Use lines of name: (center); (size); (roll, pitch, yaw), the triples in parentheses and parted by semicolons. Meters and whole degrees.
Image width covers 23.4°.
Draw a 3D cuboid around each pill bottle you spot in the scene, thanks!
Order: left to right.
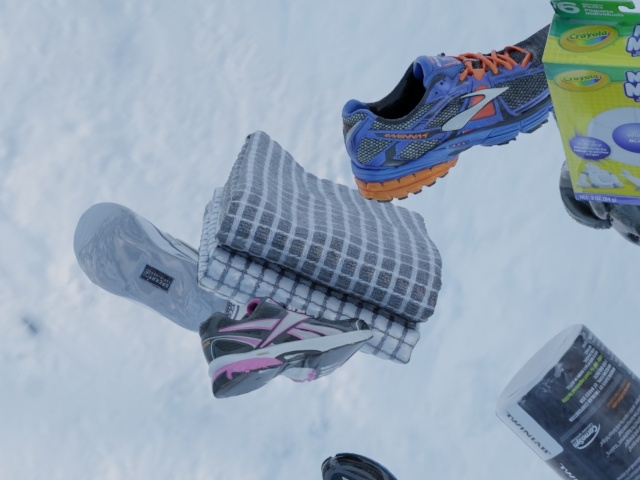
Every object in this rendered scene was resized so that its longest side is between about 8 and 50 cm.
pill bottle: (0.304, 0.211, 1.559); (0.245, 0.130, 0.130); (44, 119, 1)

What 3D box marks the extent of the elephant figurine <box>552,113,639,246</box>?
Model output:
elephant figurine: (0.318, -0.067, 1.590); (0.169, 0.186, 0.239); (-2, 121, 25)

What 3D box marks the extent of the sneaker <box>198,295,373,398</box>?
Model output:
sneaker: (-0.031, 0.082, 1.379); (0.072, 0.178, 0.077); (-43, 64, 40)

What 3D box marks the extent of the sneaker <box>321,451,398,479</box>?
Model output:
sneaker: (0.057, 0.283, 1.451); (0.067, 0.078, 0.188); (-32, 75, 19)

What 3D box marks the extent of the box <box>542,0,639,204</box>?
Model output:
box: (0.201, -0.085, 0.964); (0.105, 0.043, 0.179); (5, 148, 22)

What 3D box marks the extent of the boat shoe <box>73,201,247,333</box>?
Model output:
boat shoe: (-0.176, 0.037, 1.764); (0.267, 0.088, 0.096); (24, 86, 37)

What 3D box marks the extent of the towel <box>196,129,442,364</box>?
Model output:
towel: (0.000, 0.000, 1.607); (0.235, 0.284, 0.121); (20, 107, -8)

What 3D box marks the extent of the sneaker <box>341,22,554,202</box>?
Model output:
sneaker: (0.114, -0.116, 1.223); (0.221, 0.083, 0.087); (-32, 116, -1)
